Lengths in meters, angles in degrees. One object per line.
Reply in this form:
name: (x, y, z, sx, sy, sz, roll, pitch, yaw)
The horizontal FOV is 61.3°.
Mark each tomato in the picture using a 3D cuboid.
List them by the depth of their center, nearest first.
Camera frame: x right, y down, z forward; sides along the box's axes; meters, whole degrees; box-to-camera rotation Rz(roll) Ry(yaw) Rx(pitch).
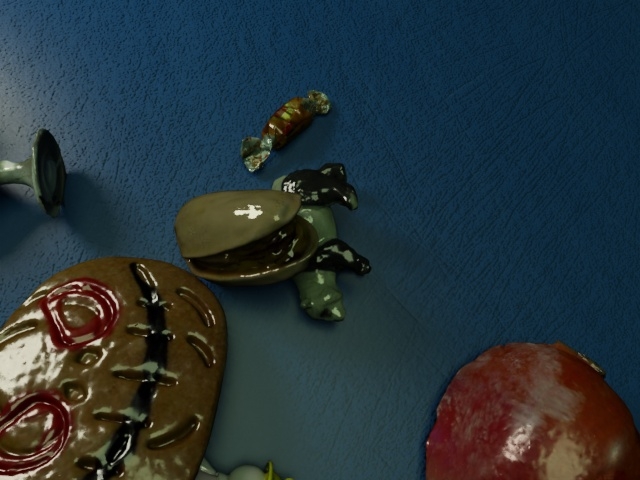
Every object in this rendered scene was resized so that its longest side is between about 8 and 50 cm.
tomato: (0.273, 0.271, 0.643, 0.309, 0.170, 0.309, 3, 69, -7)

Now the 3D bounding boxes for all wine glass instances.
wine glass: (-0.469, -0.084, 0.691, 0.241, 0.126, 0.126, -4, 72, -11)

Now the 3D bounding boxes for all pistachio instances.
pistachio: (-0.097, -0.007, 0.690, 0.206, 0.129, 0.131, -5, 41, 33)

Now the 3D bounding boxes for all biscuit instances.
biscuit: (-0.274, 0.171, 0.613, 0.314, 0.063, 0.367, 10, 54, -2)

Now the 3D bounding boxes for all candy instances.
candy: (-0.052, -0.175, 0.818, 0.053, 0.046, 0.182, 42, 69, 5)

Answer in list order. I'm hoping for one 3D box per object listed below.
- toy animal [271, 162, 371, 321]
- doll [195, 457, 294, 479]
toy animal: (0.000, 0.000, 0.742, 0.121, 0.094, 0.225, -13, 84, 0)
doll: (-0.130, 0.301, 0.627, 0.207, 0.081, 0.129, -4, 66, -12)
